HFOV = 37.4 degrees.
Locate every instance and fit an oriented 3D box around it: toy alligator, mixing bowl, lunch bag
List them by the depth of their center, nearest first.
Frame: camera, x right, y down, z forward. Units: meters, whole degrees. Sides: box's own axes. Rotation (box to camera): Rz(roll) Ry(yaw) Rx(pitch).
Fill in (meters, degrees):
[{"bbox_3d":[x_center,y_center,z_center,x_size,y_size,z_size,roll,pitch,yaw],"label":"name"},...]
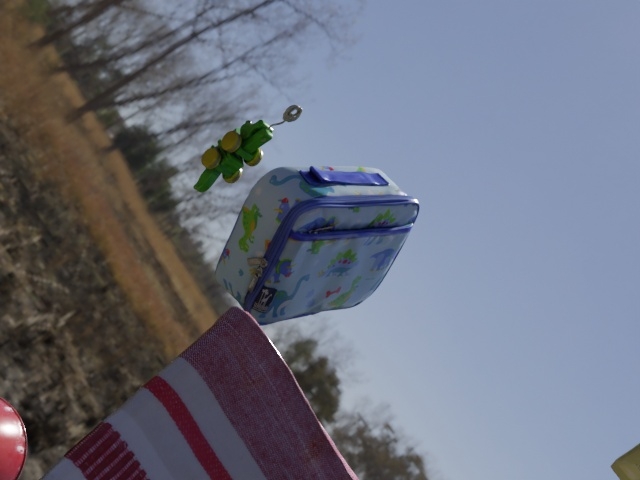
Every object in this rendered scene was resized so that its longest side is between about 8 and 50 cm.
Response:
[{"bbox_3d":[0.000,0.000,1.057,0.219,0.176,0.090,-3,39,-47],"label":"lunch bag"},{"bbox_3d":[-0.103,-0.136,1.278,0.056,0.189,0.051,33,27,-46],"label":"toy alligator"},{"bbox_3d":[-0.523,0.297,1.348,0.181,0.181,0.098,53,-10,16],"label":"mixing bowl"}]

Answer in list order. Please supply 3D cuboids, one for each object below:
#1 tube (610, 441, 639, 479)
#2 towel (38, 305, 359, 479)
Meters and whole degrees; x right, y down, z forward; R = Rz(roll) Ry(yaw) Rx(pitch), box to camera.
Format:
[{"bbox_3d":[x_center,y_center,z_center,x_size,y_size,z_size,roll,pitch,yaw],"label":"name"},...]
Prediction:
[{"bbox_3d":[0.303,0.118,0.651,0.062,0.240,0.070,33,27,-2],"label":"tube"},{"bbox_3d":[-0.093,0.229,0.600,0.037,0.329,0.237,-18,-70,50],"label":"towel"}]
